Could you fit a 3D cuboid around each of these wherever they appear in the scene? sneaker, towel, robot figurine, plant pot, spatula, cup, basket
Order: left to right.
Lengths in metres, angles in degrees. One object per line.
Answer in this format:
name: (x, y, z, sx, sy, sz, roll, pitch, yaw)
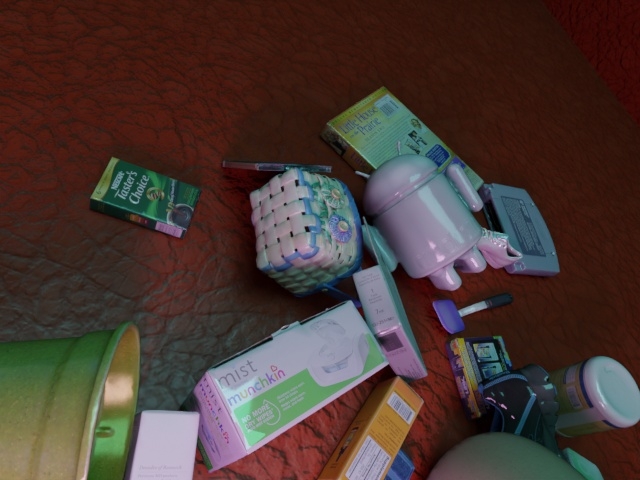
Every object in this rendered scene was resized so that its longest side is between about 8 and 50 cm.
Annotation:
plant pot: (-0.384, 0.232, 0.569, 0.254, 0.276, 0.276, 5, 58, -11)
basket: (0.000, 0.000, 0.948, 0.289, 0.201, 0.255, 29, 43, -54)
towel: (0.124, 0.435, 0.824, 0.067, 0.029, 0.119, 51, 51, -7)
robot figurine: (0.234, -0.054, 1.069, 0.300, 0.200, 0.353, -35, 88, -8)
spatula: (0.391, 0.167, 1.139, 0.296, 0.030, 0.084, -8, 66, -32)
sneaker: (0.445, -0.005, 1.209, 0.212, 0.094, 0.080, 32, 63, -21)
sneaker: (0.415, 0.427, 0.926, 0.139, 0.125, 0.341, -12, 85, 3)
cup: (0.343, 0.489, 0.707, 0.331, 0.237, 0.331, 2, 75, -6)

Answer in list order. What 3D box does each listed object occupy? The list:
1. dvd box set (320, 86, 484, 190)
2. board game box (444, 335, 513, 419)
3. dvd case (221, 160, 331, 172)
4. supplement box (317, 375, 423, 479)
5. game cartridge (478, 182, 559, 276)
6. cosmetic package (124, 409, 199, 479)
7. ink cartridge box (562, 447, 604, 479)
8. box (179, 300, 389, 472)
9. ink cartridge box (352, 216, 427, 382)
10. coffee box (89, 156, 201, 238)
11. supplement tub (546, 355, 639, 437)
dvd box set: (0.239, -0.228, 1.289, 0.420, 0.062, 0.307, 44, 51, 3)
board game box: (0.370, 0.305, 1.031, 0.141, 0.048, 0.170, 3, 60, -24)
dvd case: (-0.101, -0.161, 0.990, 0.164, 0.221, 0.018, -3, 101, -29)
supplement box: (0.095, 0.362, 0.832, 0.080, 0.078, 0.233, 47, 52, 1)
game cartridge: (0.591, -0.031, 1.357, 0.196, 0.060, 0.294, 4, 59, -21)
cosmetic package: (-0.227, 0.355, 0.621, 0.085, 0.117, 0.231, 10, 65, -23)
ink cartridge box: (0.607, 0.565, 0.944, 0.224, 0.056, 0.181, 31, 24, -4)
box: (-0.064, 0.230, 0.732, 0.262, 0.231, 0.127, -19, 71, -36)
ink cartridge box: (0.125, 0.124, 0.898, 0.060, 0.275, 0.239, -22, 52, 8)
coffee box: (-0.342, -0.084, 0.905, 0.184, 0.040, 0.113, 21, 53, -15)
supplement tub: (0.568, 0.349, 1.008, 0.144, 0.200, 0.144, 13, 56, -21)
